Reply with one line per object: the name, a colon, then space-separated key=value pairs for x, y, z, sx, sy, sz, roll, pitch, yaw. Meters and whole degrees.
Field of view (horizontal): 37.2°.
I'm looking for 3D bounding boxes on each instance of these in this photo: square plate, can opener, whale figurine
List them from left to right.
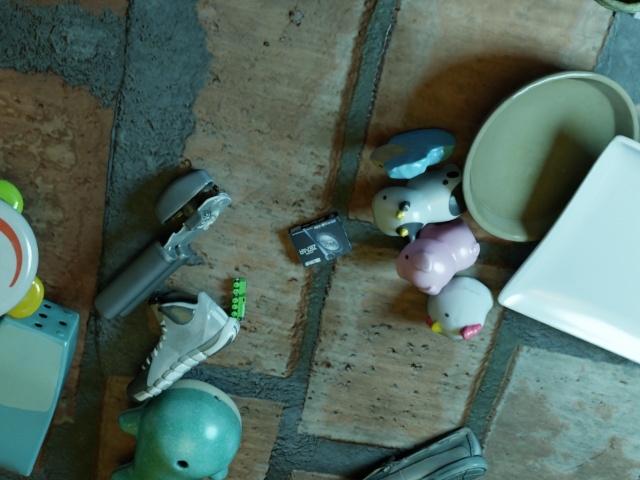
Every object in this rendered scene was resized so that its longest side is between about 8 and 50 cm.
can opener: x=-0.253 y=0.004 z=1.472 sx=0.283 sy=0.076 sz=0.095 roll=-41 pitch=78 yaw=19
whale figurine: x=-0.252 y=0.362 z=1.606 sx=0.216 sy=0.141 sz=0.272 roll=35 pitch=113 yaw=-17
square plate: x=0.496 y=0.033 z=1.420 sx=0.344 sy=0.049 sz=0.347 roll=23 pitch=129 yaw=-6

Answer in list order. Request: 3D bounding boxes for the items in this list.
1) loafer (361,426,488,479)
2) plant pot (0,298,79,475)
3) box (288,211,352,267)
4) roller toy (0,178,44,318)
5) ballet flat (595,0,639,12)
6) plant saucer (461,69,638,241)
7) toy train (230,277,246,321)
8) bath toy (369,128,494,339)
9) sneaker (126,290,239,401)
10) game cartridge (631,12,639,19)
loafer: x=0.162 y=0.409 z=1.682 sx=0.268 sy=0.084 sz=0.096 roll=-22 pitch=147 yaw=15
plant pot: x=-0.486 y=0.213 z=1.519 sx=0.166 sy=0.165 sz=0.234 roll=24 pitch=109 yaw=-12
box: x=0.000 y=0.000 z=1.487 sx=0.083 sy=0.018 sz=0.067 roll=-19 pitch=116 yaw=9
roller toy: x=-0.515 y=0.024 z=1.387 sx=0.191 sy=0.146 sz=0.209 roll=-12 pitch=101 yaw=-24
ballet flat: x=0.335 y=-0.435 z=1.209 sx=0.123 sy=0.123 sz=0.348 roll=-32 pitch=113 yaw=15
plant saucer: x=0.327 y=-0.123 z=1.375 sx=0.278 sy=0.041 sz=0.277 roll=-10 pitch=125 yaw=-14
toy train: x=-0.132 y=0.098 z=1.539 sx=0.024 sy=0.017 sz=0.083 roll=0 pitch=118 yaw=-12
bath toy: x=0.174 y=0.012 z=1.434 sx=0.152 sy=0.129 sz=0.348 roll=-16 pitch=117 yaw=7
sneaker: x=-0.252 y=0.156 z=1.542 sx=0.229 sy=0.086 sz=0.132 roll=-36 pitch=101 yaw=14
game cartridge: x=0.481 y=-0.327 z=1.322 sx=0.083 sy=0.017 sz=0.055 roll=12 pitch=113 yaw=-7
